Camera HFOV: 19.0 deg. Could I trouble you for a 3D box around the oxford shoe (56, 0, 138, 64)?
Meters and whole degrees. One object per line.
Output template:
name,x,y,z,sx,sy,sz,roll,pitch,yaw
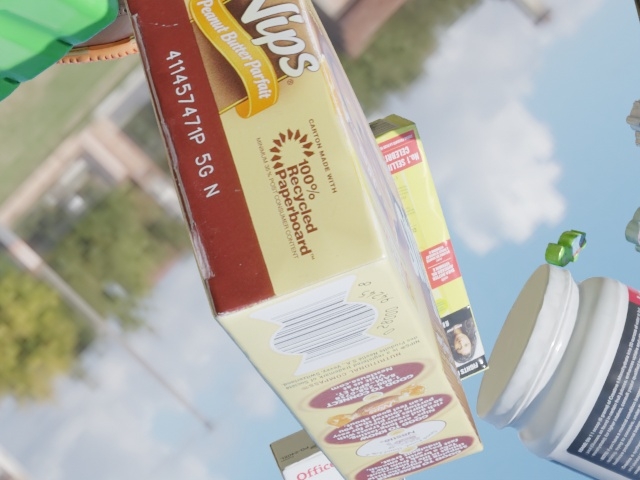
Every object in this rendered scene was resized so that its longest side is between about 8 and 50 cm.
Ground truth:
oxford shoe,-0.170,-0.290,2.095,0.364,0.132,0.130,-17,-165,16

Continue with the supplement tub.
supplement tub,0.310,0.151,1.873,0.191,0.272,0.191,-156,-90,-86

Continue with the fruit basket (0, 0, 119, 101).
fruit basket,-0.408,-0.273,1.759,0.392,0.392,0.283,-40,-144,42

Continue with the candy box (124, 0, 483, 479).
candy box,0.000,0.000,0.996,0.087,0.183,0.316,-19,156,5

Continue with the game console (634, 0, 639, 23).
game console,0.297,-0.235,1.497,0.213,0.361,0.044,-10,170,-13

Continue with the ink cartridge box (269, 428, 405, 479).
ink cartridge box,0.028,0.249,1.880,0.109,0.150,0.063,-23,-155,-3

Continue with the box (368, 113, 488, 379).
box,0.069,0.015,1.634,0.087,0.232,0.058,-22,-162,-14

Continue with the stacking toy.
stacking toy,0.331,-0.041,1.803,0.167,0.052,0.221,18,-120,39
